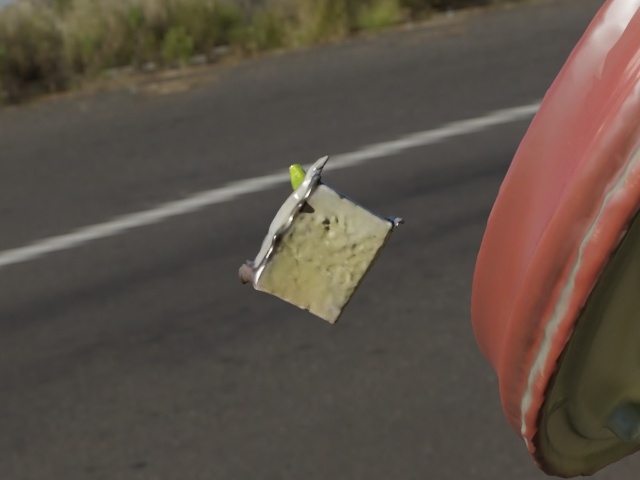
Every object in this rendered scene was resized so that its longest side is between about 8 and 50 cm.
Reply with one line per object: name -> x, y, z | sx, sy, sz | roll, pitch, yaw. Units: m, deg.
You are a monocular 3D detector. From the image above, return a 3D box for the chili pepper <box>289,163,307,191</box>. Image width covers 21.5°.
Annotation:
chili pepper -> 0.007, -0.020, 1.169 | 0.017, 0.083, 0.030 | -48, 2, 9

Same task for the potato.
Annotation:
potato -> 0.000, 0.000, 0.971 | 0.061, 0.086, 0.122 | 34, 2, -4

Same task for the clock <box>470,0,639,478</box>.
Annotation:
clock -> 0.179, -0.042, 0.588 | 0.080, 0.318, 0.318 | 43, 35, 25
